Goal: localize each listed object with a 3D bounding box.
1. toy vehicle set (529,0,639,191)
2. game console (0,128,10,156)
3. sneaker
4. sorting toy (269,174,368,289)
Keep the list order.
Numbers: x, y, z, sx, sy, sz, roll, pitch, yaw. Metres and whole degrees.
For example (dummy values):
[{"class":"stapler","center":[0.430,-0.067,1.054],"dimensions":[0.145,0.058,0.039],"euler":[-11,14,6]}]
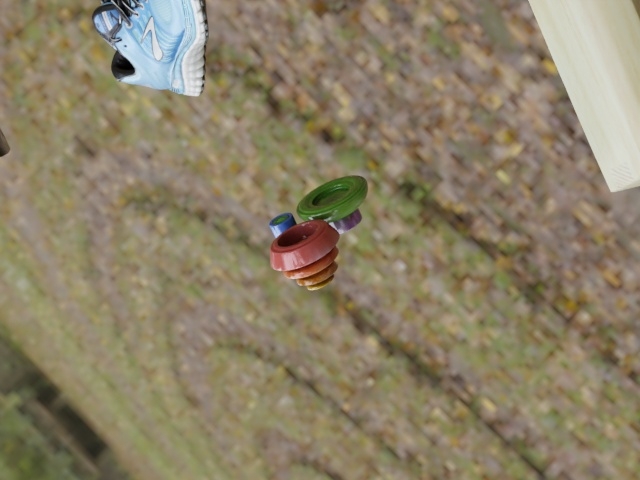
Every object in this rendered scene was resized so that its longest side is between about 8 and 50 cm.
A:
[{"class":"toy vehicle set","center":[0.110,-0.155,0.614],"dimensions":[0.035,0.166,0.267],"euler":[-27,81,37]},{"class":"game console","center":[-0.350,-0.225,1.225],"dimensions":[0.361,0.044,0.213],"euler":[60,-179,17]},{"class":"sneaker","center":[-0.110,-0.143,1.036],"dimensions":[0.162,0.073,0.063],"euler":[99,165,-58]},{"class":"sorting toy","center":[0.000,0.000,1.067],"dimensions":[0.061,0.102,0.042],"euler":[-9,118,35]}]
